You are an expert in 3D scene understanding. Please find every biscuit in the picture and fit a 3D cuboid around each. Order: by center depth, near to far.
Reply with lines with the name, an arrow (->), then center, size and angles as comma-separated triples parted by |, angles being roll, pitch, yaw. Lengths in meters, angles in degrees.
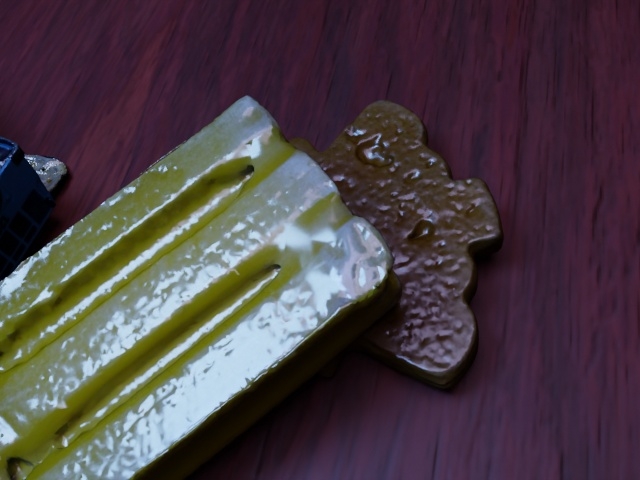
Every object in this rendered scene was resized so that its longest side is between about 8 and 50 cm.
biscuit -> 0.000, 0.001, 0.600 | 0.302, 0.043, 0.278 | -7, 59, 7

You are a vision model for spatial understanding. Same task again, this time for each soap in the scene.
soap -> -0.113, 0.061, 0.513 | 0.315, 0.091, 0.199 | -39, 64, -7

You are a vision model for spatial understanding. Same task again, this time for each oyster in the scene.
oyster -> -0.293, -0.067, 0.698 | 0.083, 0.019, 0.054 | 18, 41, 10

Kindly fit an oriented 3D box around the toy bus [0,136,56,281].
toy bus -> -0.317, 0.003, 0.602 | 0.090, 0.106, 0.184 | 15, 65, 21
